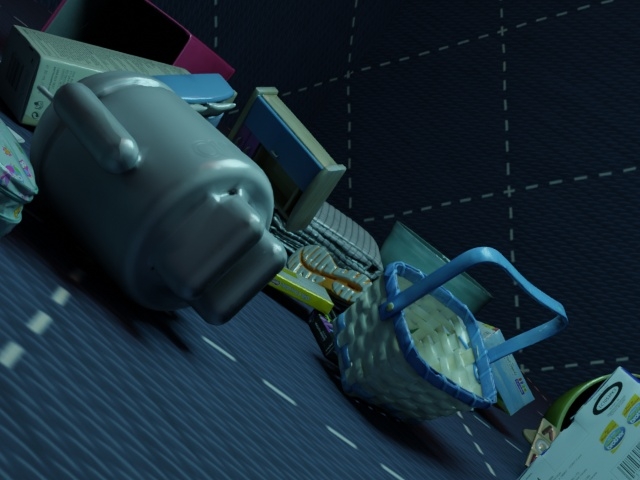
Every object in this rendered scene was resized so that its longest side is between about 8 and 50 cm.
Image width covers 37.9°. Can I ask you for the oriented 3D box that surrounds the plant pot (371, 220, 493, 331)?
[{"bbox_3d":[0.235,0.118,2.219,0.293,0.196,0.293,38,6,-5],"label":"plant pot"}]

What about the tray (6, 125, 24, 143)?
[{"bbox_3d":[-0.439,-0.144,1.042,0.145,0.030,0.270,39,6,-3],"label":"tray"}]

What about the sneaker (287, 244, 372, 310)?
[{"bbox_3d":[0.019,0.083,1.804,0.215,0.084,0.083,33,-19,36],"label":"sneaker"}]

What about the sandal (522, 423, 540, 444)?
[{"bbox_3d":[0.534,0.439,2.127,0.088,0.079,0.240,42,7,31],"label":"sandal"}]

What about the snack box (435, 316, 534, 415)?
[{"bbox_3d":[0.336,0.252,1.940,0.174,0.070,0.207,62,-14,-14],"label":"snack box"}]

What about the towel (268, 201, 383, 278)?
[{"bbox_3d":[0.000,0.000,2.108,0.284,0.121,0.235,34,13,-6],"label":"towel"}]

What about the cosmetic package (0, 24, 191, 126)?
[{"bbox_3d":[-0.337,-0.234,1.485,0.310,0.113,0.160,10,23,-38],"label":"cosmetic package"}]

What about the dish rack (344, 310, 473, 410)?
[{"bbox_3d":[0.178,0.198,1.913,0.286,0.072,0.333,34,9,-43],"label":"dish rack"}]

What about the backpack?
[{"bbox_3d":[-0.313,-0.062,0.782,0.152,0.115,0.182,37,8,-36],"label":"backpack"}]

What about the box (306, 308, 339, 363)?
[{"bbox_3d":[0.043,0.174,1.494,0.116,0.029,0.162,36,8,-20],"label":"box"}]

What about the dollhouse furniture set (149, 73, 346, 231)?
[{"bbox_3d":[-0.171,-0.083,1.431,0.303,0.286,0.198,-10,53,-48],"label":"dollhouse furniture set"}]

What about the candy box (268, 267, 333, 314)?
[{"bbox_3d":[-0.077,0.056,1.548,0.206,0.027,0.105,28,9,-12],"label":"candy box"}]

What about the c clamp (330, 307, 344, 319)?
[{"bbox_3d":[0.078,0.176,1.729,0.137,0.022,0.160,29,9,-21],"label":"c clamp"}]

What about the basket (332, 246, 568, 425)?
[{"bbox_3d":[0.175,0.127,1.317,0.255,0.289,0.201,37,36,-42],"label":"basket"}]

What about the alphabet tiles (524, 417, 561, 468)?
[{"bbox_3d":[0.466,0.424,1.631,0.237,0.009,0.198,38,45,-1],"label":"alphabet tiles"}]

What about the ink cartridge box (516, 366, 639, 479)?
[{"bbox_3d":[0.412,0.350,1.202,0.151,0.270,0.395,37,6,-27],"label":"ink cartridge box"}]

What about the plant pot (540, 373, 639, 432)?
[{"bbox_3d":[0.547,0.398,1.854,0.275,0.274,0.293,38,-9,-1],"label":"plant pot"}]

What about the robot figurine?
[{"bbox_3d":[-0.193,-0.060,1.052,0.353,0.200,0.300,42,-11,30],"label":"robot figurine"}]

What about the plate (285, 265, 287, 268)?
[{"bbox_3d":[-0.126,0.005,1.776,0.188,0.024,0.188,37,5,-4],"label":"plate"}]

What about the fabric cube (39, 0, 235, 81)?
[{"bbox_3d":[-0.366,-0.330,1.797,0.259,0.254,0.258,39,4,12],"label":"fabric cube"}]
